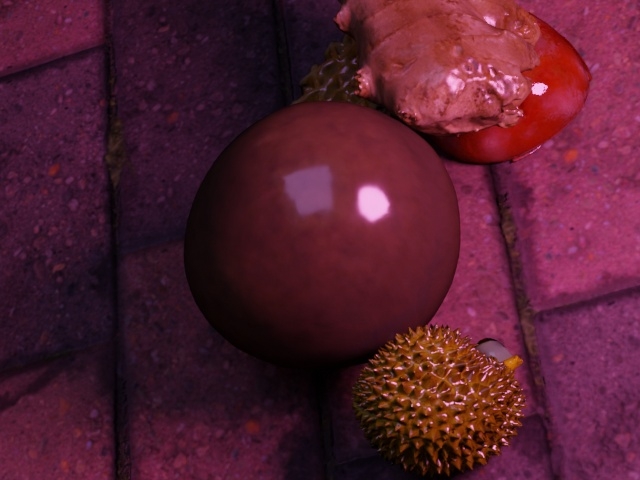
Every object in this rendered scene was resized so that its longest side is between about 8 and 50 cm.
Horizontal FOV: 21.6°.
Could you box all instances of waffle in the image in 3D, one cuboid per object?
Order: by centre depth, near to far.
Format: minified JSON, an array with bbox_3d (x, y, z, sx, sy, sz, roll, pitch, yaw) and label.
[{"bbox_3d":[0.050,-0.195,2.099,0.204,0.054,0.223,-2,54,49],"label":"waffle"}]

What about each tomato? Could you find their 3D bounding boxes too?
[{"bbox_3d":[0.213,-0.204,2.046,0.225,0.085,0.225,-12,50,15],"label":"tomato"}]

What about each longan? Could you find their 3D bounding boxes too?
[{"bbox_3d":[0.000,0.000,1.854,0.319,0.319,0.319,-11,54,16],"label":"longan"}]

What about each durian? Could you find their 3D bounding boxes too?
[{"bbox_3d":[0.128,0.177,1.766,0.159,0.198,0.146,-57,38,15],"label":"durian"}]

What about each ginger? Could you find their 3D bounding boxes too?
[{"bbox_3d":[0.126,-0.273,1.954,0.236,0.166,0.375,-19,64,0],"label":"ginger"}]
